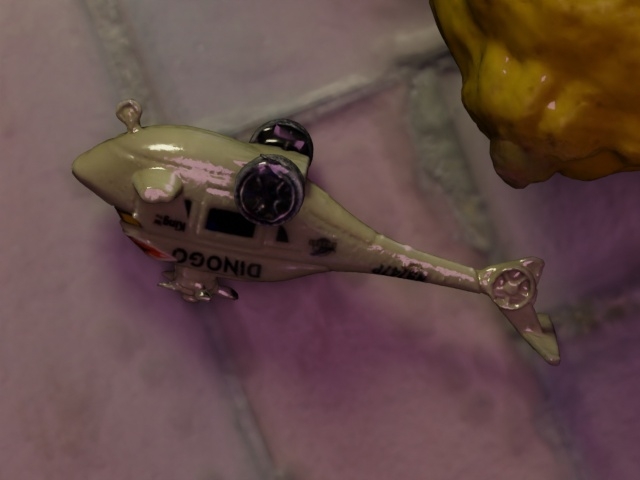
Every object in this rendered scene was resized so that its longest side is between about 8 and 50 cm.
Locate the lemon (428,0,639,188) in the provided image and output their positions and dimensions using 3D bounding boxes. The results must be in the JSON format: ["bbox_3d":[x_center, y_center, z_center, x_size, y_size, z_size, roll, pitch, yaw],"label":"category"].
[{"bbox_3d":[0.188,-0.189,0.922,0.316,0.285,0.285,-33,90,12],"label":"lemon"}]

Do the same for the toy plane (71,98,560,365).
[{"bbox_3d":[0.000,0.000,0.992,0.286,0.092,0.108,13,108,-3],"label":"toy plane"}]
